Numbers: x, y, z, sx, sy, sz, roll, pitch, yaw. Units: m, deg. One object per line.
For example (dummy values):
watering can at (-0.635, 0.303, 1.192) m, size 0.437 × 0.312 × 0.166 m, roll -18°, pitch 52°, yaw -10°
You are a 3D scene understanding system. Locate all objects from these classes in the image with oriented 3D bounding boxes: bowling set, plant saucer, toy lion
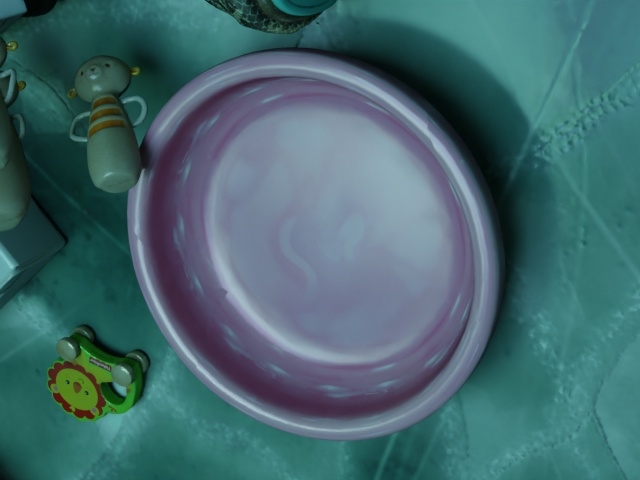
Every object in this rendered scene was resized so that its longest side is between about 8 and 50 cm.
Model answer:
bowling set at (-0.299, -0.106, 1.142) m, size 0.287 × 0.200 × 0.154 m, roll -18°, pitch 61°, yaw 10°
plant saucer at (0.000, 0.000, 1.170) m, size 0.332 × 0.084 × 0.332 m, roll 9°, pitch 113°, yaw 23°
toy lion at (-0.218, 0.137, 1.363) m, size 0.100 × 0.034 × 0.096 m, roll 22°, pitch 124°, yaw 18°

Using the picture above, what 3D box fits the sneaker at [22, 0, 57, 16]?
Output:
sneaker at (-0.261, -0.285, 1.208) m, size 0.077 × 0.072 × 0.178 m, roll 28°, pitch 113°, yaw 28°

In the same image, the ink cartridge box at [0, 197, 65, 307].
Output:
ink cartridge box at (-0.364, -0.024, 1.342) m, size 0.153 × 0.087 × 0.208 m, roll -39°, pitch 87°, yaw 31°

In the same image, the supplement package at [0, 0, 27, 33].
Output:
supplement package at (-0.389, -0.235, 1.177) m, size 0.149 × 0.203 × 0.194 m, roll -14°, pitch 97°, yaw 61°

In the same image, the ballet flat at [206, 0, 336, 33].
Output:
ballet flat at (-0.055, -0.395, 1.026) m, size 0.182 × 0.164 × 0.483 m, roll 26°, pitch 121°, yaw 39°
